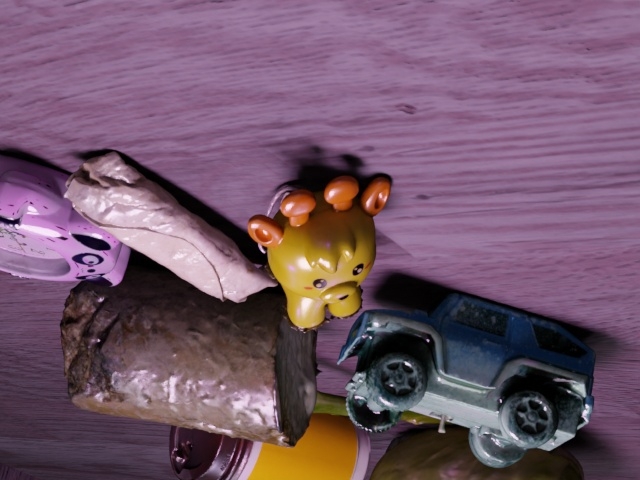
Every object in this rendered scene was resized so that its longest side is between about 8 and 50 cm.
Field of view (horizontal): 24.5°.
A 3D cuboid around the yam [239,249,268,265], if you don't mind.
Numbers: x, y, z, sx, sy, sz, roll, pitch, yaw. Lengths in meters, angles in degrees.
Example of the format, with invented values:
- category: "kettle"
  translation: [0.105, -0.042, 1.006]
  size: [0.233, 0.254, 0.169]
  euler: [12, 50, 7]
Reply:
- category: "yam"
  translation: [-0.078, 0.020, 1.683]
  size: [0.107, 0.014, 0.014]
  euler: [12, 159, 10]

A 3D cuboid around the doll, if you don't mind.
- category: "doll"
  translation: [0.000, 0.000, 1.452]
  size: [0.143, 0.135, 0.221]
  euler: [-16, 154, -7]

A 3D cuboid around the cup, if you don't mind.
- category: "cup"
  translation: [-0.073, 0.305, 2.199]
  size: [0.279, 0.196, 0.196]
  euler: [17, 161, -29]

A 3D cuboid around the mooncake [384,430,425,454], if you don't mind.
- category: "mooncake"
  translation: [0.180, 0.359, 2.257]
  size: [0.168, 0.104, 0.175]
  euler: [-2, 156, 32]

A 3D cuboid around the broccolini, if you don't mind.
- category: "broccolini"
  translation: [0.015, 0.198, 1.980]
  size: [0.392, 0.079, 0.074]
  euler: [7, 158, -17]

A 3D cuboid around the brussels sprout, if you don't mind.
- category: "brussels sprout"
  translation: [0.202, 0.378, 2.028]
  size: [0.328, 0.247, 0.328]
  euler: [-2, -166, 0]

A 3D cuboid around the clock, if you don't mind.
- category: "clock"
  translation: [-0.340, -0.022, 1.660]
  size: [0.247, 0.090, 0.227]
  euler: [14, 160, -1]

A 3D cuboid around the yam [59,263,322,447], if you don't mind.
- category: "yam"
  translation: [-0.157, 0.135, 1.787]
  size: [0.300, 0.195, 0.195]
  euler: [9, 159, 14]

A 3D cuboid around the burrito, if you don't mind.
- category: "burrito"
  translation: [-0.155, -0.003, 1.595]
  size: [0.082, 0.059, 0.275]
  euler: [-27, 134, 30]

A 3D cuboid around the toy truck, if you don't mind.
- category: "toy truck"
  translation: [0.161, 0.153, 1.655]
  size: [0.278, 0.156, 0.155]
  euler: [17, 159, -3]
